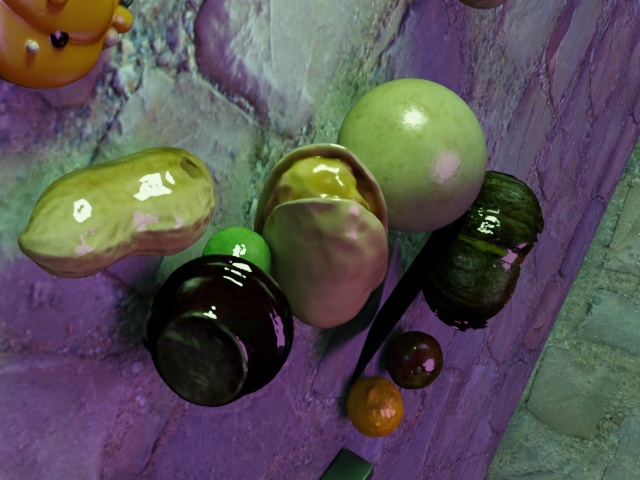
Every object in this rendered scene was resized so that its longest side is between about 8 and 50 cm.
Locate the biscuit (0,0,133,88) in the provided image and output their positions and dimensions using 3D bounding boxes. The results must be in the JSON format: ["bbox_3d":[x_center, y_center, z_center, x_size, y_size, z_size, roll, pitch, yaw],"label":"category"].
[{"bbox_3d":[-0.224,-0.210,0.665,0.170,0.050,0.170,-38,140,-40],"label":"biscuit"}]

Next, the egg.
[{"bbox_3d":[0.141,-0.116,1.154,0.218,0.218,0.295,-62,156,-9],"label":"egg"}]

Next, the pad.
[{"bbox_3d":[0.188,0.070,1.343,0.375,0.063,0.315,-59,-178,31],"label":"pad"}]

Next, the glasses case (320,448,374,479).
[{"bbox_3d":[0.029,0.514,1.541,0.184,0.077,0.039,-48,149,-29],"label":"glasses case"}]

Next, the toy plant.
[{"bbox_3d":[-0.115,0.103,0.956,0.235,0.175,0.218,-63,157,-67],"label":"toy plant"}]

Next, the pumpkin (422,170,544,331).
[{"bbox_3d":[0.316,0.012,1.512,0.320,0.192,0.320,-60,165,-27],"label":"pumpkin"}]

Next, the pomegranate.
[{"bbox_3d":[0.192,0.246,1.596,0.130,0.130,0.130,-37,139,-41],"label":"pomegranate"}]

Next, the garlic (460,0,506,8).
[{"bbox_3d":[0.218,-0.456,1.114,0.245,0.160,0.245,5,84,-59],"label":"garlic"}]

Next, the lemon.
[{"bbox_3d":[0.109,0.330,1.512,0.114,0.114,0.155,-55,152,-21],"label":"lemon"}]

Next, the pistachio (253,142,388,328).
[{"bbox_3d":[0.000,0.000,1.031,0.187,0.187,0.299,-49,157,-29],"label":"pistachio"}]

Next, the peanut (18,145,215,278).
[{"bbox_3d":[-0.193,-0.027,0.770,0.110,0.120,0.236,-39,175,36],"label":"peanut"}]
